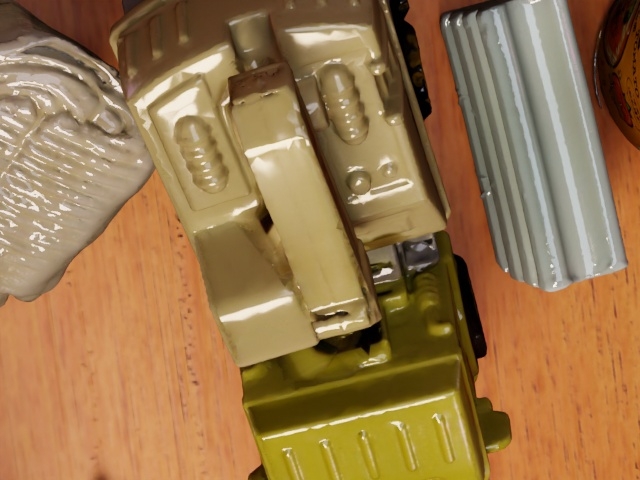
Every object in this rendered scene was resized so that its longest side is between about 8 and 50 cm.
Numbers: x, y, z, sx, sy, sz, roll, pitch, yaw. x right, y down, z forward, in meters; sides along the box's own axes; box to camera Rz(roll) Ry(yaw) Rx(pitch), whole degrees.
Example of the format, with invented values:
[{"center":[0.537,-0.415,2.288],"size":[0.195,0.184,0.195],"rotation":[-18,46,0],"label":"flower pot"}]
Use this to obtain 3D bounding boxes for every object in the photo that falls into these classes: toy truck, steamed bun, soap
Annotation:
[{"center":[0.000,0.000,1.104],"size":[0.180,0.254,0.405],"rotation":[-11,126,6],"label":"toy truck"},{"center":[-0.232,-0.072,1.160],"size":[0.211,0.144,0.218],"rotation":[25,117,-25],"label":"steamed bun"},{"center":[0.147,-0.072,1.243],"size":[0.066,0.119,0.198],"rotation":[-15,99,-9],"label":"soap"}]

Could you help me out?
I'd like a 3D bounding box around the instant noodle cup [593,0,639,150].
[{"center":[0.298,-0.126,1.241],"size":[0.215,0.172,0.216],"rotation":[-1,95,-11],"label":"instant noodle cup"}]
